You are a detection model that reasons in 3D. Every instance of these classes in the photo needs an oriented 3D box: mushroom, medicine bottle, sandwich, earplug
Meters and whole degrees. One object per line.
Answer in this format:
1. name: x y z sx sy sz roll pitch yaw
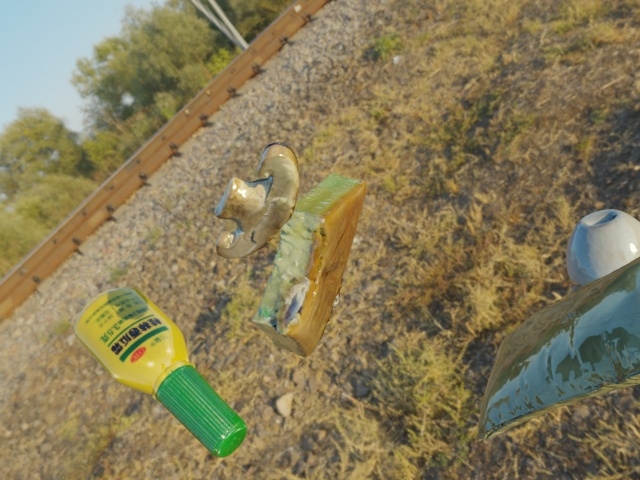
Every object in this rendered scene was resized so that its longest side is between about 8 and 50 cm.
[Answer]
1. mushroom: -0.043 -0.022 0.376 0.019 0.049 0.101 -92 27 -49
2. medicine bottle: -0.184 0.149 0.648 0.260 0.064 0.095 35 53 28
3. sandwich: 0.000 0.000 0.626 0.212 0.063 0.245 80 -155 -72
4. earplug: 0.624 0.092 1.150 0.214 0.175 0.326 -18 63 18

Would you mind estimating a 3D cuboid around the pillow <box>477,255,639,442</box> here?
1. pillow: 0.287 0.111 0.610 0.185 0.075 0.302 -49 -3 -39
